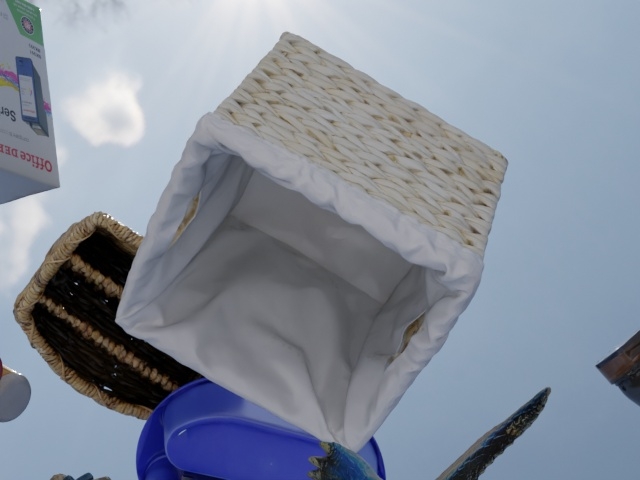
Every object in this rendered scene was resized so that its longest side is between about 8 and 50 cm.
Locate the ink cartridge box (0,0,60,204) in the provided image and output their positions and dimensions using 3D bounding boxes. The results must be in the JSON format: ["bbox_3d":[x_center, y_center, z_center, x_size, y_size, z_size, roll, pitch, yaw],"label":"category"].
[{"bbox_3d":[-0.357,-0.156,1.230,0.093,0.154,0.212,-12,-102,20],"label":"ink cartridge box"}]

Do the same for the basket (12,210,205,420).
[{"bbox_3d":[-0.270,0.125,1.654,0.213,0.299,0.223,-56,-165,-14],"label":"basket"}]

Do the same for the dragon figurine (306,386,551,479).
[{"bbox_3d":[0.010,0.189,0.614,0.289,0.085,0.144,-22,-141,1],"label":"dragon figurine"}]

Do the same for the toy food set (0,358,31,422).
[{"bbox_3d":[-0.280,0.141,0.802,0.104,0.111,0.232,21,-146,35],"label":"toy food set"}]

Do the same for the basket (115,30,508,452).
[{"bbox_3d":[0.000,0.000,1.341,0.328,0.331,0.266,-61,179,41],"label":"basket"}]

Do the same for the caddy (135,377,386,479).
[{"bbox_3d":[-0.078,0.318,1.570,0.179,0.341,0.241,-100,-154,-80],"label":"caddy"}]

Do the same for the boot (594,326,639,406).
[{"bbox_3d":[0.326,0.104,1.001,0.082,0.106,0.219,-36,172,-23],"label":"boot"}]

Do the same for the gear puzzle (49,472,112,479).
[{"bbox_3d":[-0.327,0.380,1.242,0.044,0.175,0.339,39,-60,36],"label":"gear puzzle"}]
